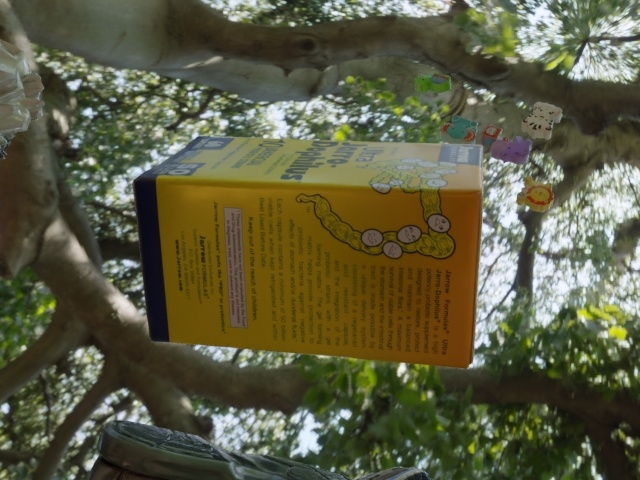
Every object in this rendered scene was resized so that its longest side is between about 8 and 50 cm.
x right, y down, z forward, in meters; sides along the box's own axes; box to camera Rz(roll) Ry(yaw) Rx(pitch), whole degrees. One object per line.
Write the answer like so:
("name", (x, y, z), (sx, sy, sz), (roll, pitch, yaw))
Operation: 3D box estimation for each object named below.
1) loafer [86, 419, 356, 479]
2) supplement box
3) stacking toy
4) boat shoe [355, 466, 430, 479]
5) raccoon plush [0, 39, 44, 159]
("loafer", (-0.049, 0.208, 0.592), (0.267, 0.096, 0.084), (22, -96, -22))
("supplement box", (0.000, 0.000, 0.883), (0.356, 0.194, 0.195), (3, -69, 10))
("stacking toy", (0.230, -0.138, 1.104), (0.221, 0.052, 0.167), (24, -30, 25))
("boat shoe", (0.083, 0.405, 1.236), (0.066, 0.183, 0.066), (1, -83, 62))
("raccoon plush", (-0.395, -0.020, 0.663), (0.446, 0.216, 0.299), (-42, -131, 3))
